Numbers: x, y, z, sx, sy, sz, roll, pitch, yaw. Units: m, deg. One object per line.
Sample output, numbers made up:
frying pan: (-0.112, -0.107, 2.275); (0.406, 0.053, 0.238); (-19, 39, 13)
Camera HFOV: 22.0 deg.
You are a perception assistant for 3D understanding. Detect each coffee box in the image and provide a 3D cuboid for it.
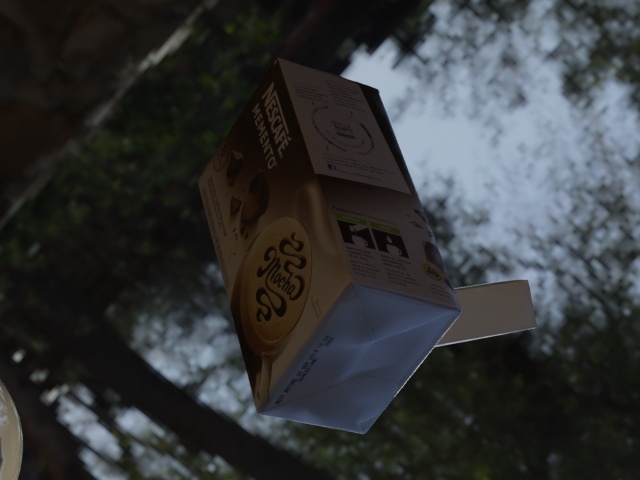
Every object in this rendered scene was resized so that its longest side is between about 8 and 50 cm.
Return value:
coffee box: (0.000, 0.000, 1.464); (0.168, 0.119, 0.297); (-55, -145, 33)

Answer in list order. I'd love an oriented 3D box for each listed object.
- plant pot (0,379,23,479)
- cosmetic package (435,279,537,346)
plant pot: (-0.355, 0.179, 1.390); (0.256, 0.256, 0.274); (-49, 173, 1)
cosmetic package: (0.107, 0.089, 1.794); (0.239, 0.060, 0.099); (-8, 177, -25)
